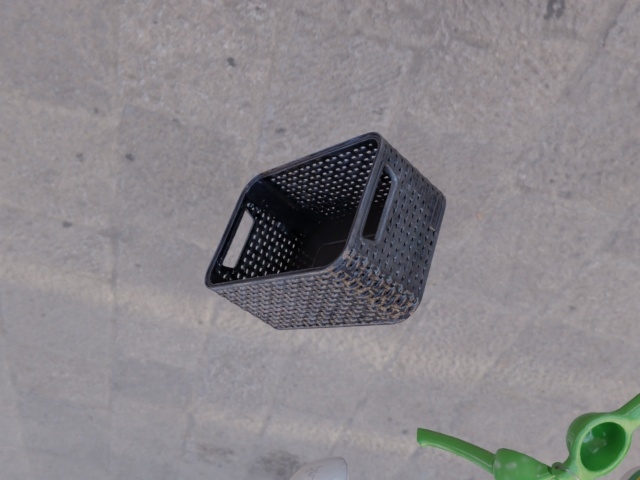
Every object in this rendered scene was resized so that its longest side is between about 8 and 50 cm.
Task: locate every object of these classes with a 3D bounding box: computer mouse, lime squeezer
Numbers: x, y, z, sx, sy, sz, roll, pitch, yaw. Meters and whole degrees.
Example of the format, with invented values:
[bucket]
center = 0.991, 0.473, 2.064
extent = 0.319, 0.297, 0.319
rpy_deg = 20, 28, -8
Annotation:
[computer mouse]
center = -0.042, 0.327, 0.727
extent = 0.042, 0.106, 0.193
rpy_deg = 38, 97, -19
[lime squeezer]
center = 0.211, 0.167, 0.522
extent = 0.310, 0.110, 0.059
rpy_deg = -34, 97, 31

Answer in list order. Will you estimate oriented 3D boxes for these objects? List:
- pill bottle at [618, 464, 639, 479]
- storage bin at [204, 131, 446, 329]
[pill bottle]
center = 0.407, 0.310, 0.606
extent = 0.118, 0.117, 0.208
rpy_deg = 24, 170, -15
[storage bin]
center = 0.000, 0.000, 0.501
extent = 0.084, 0.122, 0.180
rpy_deg = 37, 149, -32
